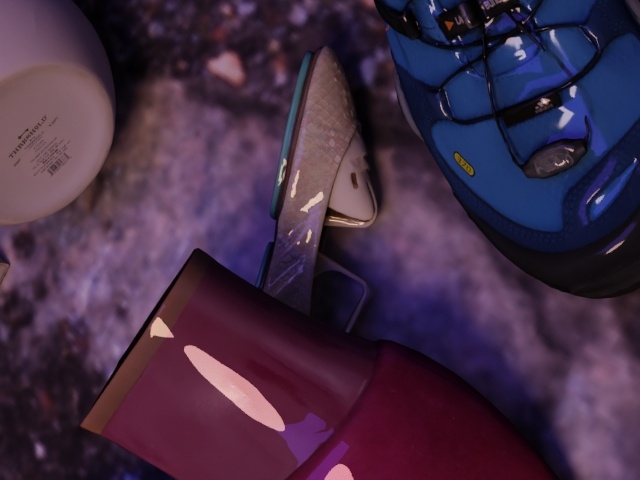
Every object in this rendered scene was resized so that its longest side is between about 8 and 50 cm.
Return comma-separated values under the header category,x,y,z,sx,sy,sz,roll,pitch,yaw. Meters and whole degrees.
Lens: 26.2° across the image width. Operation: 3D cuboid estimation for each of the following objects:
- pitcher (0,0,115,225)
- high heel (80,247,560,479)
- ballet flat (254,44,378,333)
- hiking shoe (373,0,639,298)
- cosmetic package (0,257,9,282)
category,x,y,z,sx,sy,sz,roll,pitch,yaw
pitcher,-0.174,-0.113,0.692,0.178,0.125,0.207,-50,50,0
high heel,-0.063,0.185,0.601,0.181,0.127,0.377,32,123,-5
ballet flat,0.000,0.000,0.610,0.052,0.057,0.168,14,96,4
hiking shoe,0.045,-0.116,0.536,0.113,0.132,0.304,-29,73,26
cosmetic package,-0.229,0.009,0.747,0.115,0.041,0.060,31,101,31
